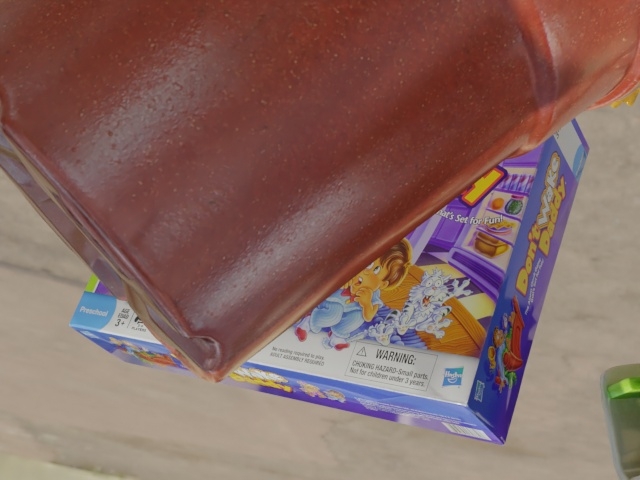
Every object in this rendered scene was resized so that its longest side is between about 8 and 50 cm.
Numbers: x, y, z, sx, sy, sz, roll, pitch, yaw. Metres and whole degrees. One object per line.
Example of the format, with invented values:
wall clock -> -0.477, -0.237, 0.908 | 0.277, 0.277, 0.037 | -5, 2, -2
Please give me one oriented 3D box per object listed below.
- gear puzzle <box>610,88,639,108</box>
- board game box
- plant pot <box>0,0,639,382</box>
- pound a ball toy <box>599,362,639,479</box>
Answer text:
gear puzzle -> 0.294, -0.243, 1.248 | 0.044, 0.176, 0.339 | 17, -155, -25
board game box -> 0.000, 0.000, 0.801 | 0.347, 0.233, 0.078 | 6, 155, 33
plant pot -> -0.024, -0.091, 0.520 | 0.272, 0.265, 0.272 | 44, 166, 14
pound a ball toy -> 0.398, 0.156, 0.892 | 0.319, 0.136, 0.208 | -2, 160, -13
